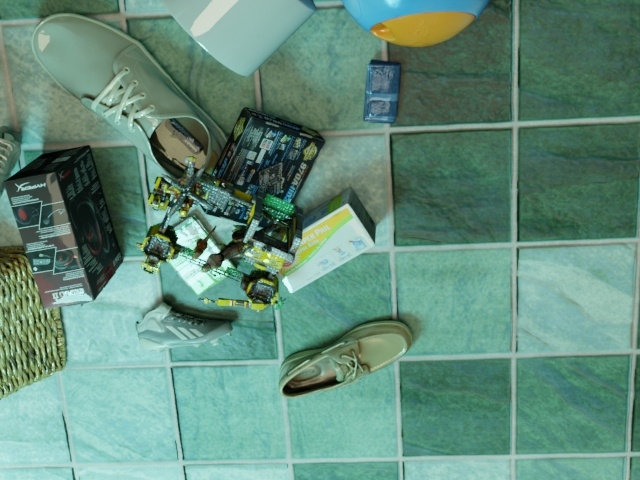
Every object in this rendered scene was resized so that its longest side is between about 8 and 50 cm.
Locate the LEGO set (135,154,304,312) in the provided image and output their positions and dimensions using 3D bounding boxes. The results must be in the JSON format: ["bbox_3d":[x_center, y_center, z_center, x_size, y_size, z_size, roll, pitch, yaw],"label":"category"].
[{"bbox_3d":[-0.180,0.011,1.730,0.331,0.192,0.255,31,108,-12],"label":"LEGO set"}]

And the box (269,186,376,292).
[{"bbox_3d":[0.000,0.000,1.887,0.203,0.114,0.103,-30,105,15],"label":"box"}]

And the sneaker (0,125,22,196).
[{"bbox_3d":[-0.630,-0.145,1.789,0.110,0.292,0.118,32,100,-20],"label":"sneaker"}]

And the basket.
[{"bbox_3d":[-0.703,0.167,2.006,0.213,0.223,0.299,10,114,36],"label":"basket"}]

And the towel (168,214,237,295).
[{"bbox_3d":[-0.261,0.031,1.968,0.113,0.023,0.152,-32,107,16],"label":"towel"}]

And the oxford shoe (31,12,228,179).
[{"bbox_3d":[-0.362,-0.272,1.808,0.449,0.130,0.169,40,109,-9],"label":"oxford shoe"}]

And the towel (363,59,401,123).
[{"bbox_3d":[0.120,-0.287,1.821,0.067,0.029,0.120,5,110,1],"label":"towel"}]

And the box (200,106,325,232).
[{"bbox_3d":[-0.115,-0.133,1.839,0.175,0.051,0.220,14,114,-33],"label":"box"}]

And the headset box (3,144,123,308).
[{"bbox_3d":[-0.495,-0.016,1.859,0.110,0.218,0.293,-10,109,7],"label":"headset box"}]

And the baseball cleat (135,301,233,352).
[{"bbox_3d":[-0.293,0.178,1.994,0.205,0.072,0.110,-13,102,4],"label":"baseball cleat"}]

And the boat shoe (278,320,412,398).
[{"bbox_3d":[0.052,0.259,1.983,0.302,0.098,0.109,-19,107,10],"label":"boat shoe"}]

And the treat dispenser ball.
[{"bbox_3d":[0.164,-0.479,1.612,0.288,0.288,0.288,1,110,3],"label":"treat dispenser ball"}]

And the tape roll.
[{"bbox_3d":[-0.148,-0.430,1.629,0.169,0.246,0.246,-41,102,16],"label":"tape roll"}]
